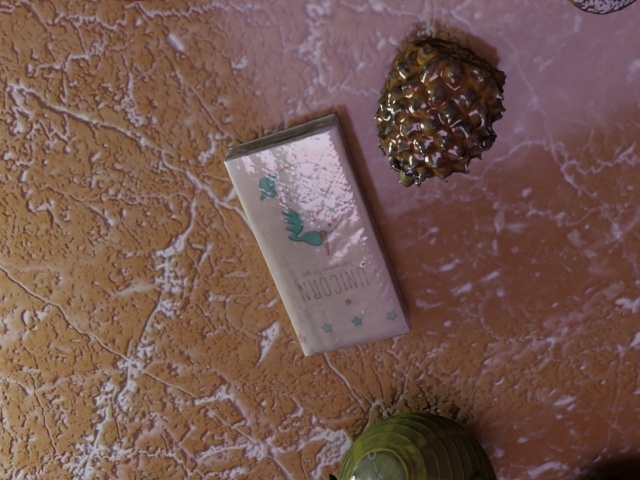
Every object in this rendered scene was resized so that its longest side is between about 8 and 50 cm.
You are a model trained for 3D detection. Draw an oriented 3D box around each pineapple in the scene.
[{"bbox_3d":[0.145,-0.151,1.092,0.166,0.166,0.193,22,117,-1],"label":"pineapple"}]

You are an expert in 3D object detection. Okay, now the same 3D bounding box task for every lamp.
[{"bbox_3d":[0.155,0.385,1.289,0.250,0.250,0.284,-34,143,20],"label":"lamp"}]

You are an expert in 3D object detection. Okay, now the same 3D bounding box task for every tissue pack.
[{"bbox_3d":[0.000,0.000,1.223,0.170,0.071,0.325,-17,110,13],"label":"tissue pack"}]

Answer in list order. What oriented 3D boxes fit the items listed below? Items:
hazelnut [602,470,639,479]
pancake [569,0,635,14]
[{"bbox_3d":[0.487,0.462,1.289,0.229,0.229,0.230,3,113,7],"label":"hazelnut"},{"bbox_3d":[0.350,-0.335,1.060,0.114,0.011,0.115,3,112,7],"label":"pancake"}]
